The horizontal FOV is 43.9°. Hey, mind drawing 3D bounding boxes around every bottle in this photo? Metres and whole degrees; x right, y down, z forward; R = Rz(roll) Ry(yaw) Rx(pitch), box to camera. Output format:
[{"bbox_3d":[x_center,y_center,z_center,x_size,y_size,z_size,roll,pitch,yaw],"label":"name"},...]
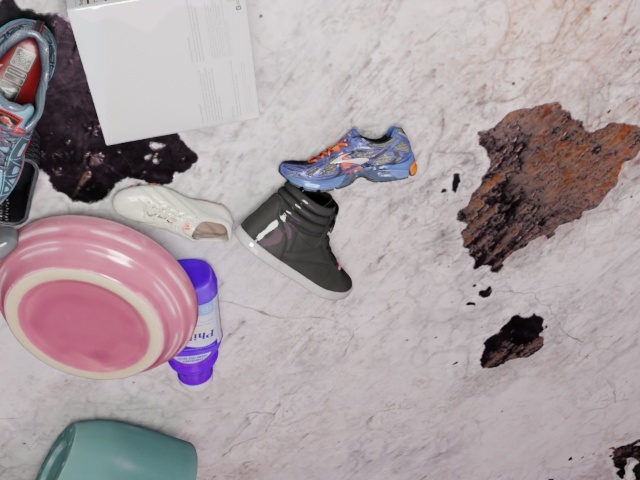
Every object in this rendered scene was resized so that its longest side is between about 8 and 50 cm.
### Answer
[{"bbox_3d":[-0.235,0.160,1.419,0.118,0.092,0.282,-5,133,-8],"label":"bottle"}]

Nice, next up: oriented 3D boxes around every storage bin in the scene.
[{"bbox_3d":[-0.489,-0.101,1.099,0.180,0.084,0.122,8,128,-26],"label":"storage bin"}]

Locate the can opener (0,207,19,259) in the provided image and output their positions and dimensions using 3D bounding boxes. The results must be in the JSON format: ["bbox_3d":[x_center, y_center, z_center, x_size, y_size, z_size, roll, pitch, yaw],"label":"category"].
[{"bbox_3d":[-0.584,0.025,1.186,0.281,0.093,0.074,-24,135,11],"label":"can opener"}]

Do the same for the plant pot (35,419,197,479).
[{"bbox_3d":[-0.415,0.482,1.538,0.235,0.293,0.293,32,116,-22],"label":"plant pot"}]

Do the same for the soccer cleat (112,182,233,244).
[{"bbox_3d":[-0.227,-0.039,1.250,0.196,0.076,0.068,11,127,-27],"label":"soccer cleat"}]

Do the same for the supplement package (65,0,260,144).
[{"bbox_3d":[-0.197,-0.255,1.009,0.203,0.149,0.194,-12,134,-8],"label":"supplement package"}]

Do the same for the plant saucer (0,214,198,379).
[{"bbox_3d":[-0.366,0.111,1.268,0.333,0.084,0.332,3,130,3],"label":"plant saucer"}]

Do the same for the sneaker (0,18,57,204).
[{"bbox_3d":[-0.402,-0.154,0.983,0.104,0.125,0.261,17,93,-25],"label":"sneaker"}]

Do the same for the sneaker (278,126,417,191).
[{"bbox_3d":[0.041,-0.134,1.264,0.221,0.083,0.087,-9,109,-5],"label":"sneaker"}]

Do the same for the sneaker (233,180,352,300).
[{"bbox_3d":[0.000,0.000,1.348,0.147,0.104,0.296,-47,137,9],"label":"sneaker"}]
